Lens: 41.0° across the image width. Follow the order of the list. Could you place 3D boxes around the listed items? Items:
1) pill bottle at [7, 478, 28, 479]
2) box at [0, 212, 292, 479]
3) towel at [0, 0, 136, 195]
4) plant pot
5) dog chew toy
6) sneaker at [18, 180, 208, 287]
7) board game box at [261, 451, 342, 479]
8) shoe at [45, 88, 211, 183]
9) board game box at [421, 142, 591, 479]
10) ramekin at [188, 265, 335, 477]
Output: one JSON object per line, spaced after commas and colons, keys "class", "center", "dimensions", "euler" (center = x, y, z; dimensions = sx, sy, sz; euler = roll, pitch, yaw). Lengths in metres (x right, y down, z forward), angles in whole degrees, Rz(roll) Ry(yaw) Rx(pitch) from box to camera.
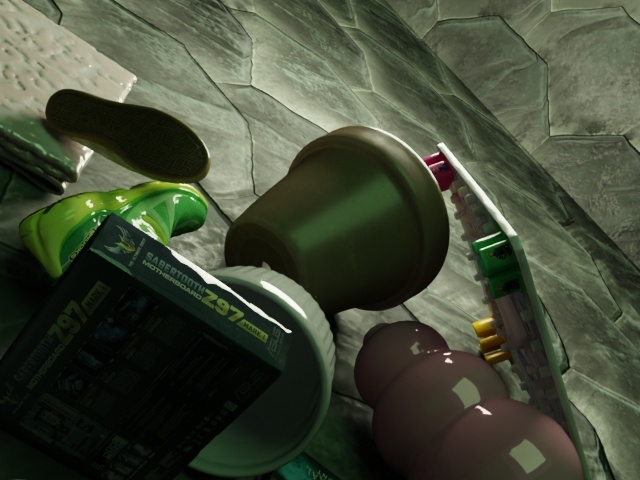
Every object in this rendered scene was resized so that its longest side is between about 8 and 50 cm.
{"class": "pill bottle", "center": [-0.264, 0.252, 0.479], "dimensions": [0.160, 0.160, 0.283], "euler": [50, 28, 13]}
{"class": "box", "center": [-0.164, 0.111, 0.732], "dimensions": [0.183, 0.232, 0.059], "euler": [34, 31, -15]}
{"class": "towel", "center": [-0.415, -0.227, 1.083], "dimensions": [0.332, 0.053, 0.317], "euler": [33, 30, -18]}
{"class": "plant pot", "center": [0.000, 0.000, 1.136], "dimensions": [0.229, 0.263, 0.263], "euler": [-27, 71, -41]}
{"class": "dog chew toy", "center": [0.158, 0.229, 1.038], "dimensions": [0.207, 0.206, 0.332], "euler": [8, 35, -48]}
{"class": "sneaker", "center": [-0.225, 0.003, 0.980], "dimensions": [0.295, 0.109, 0.123], "euler": [-23, 96, -65]}
{"class": "board game box", "center": [0.014, 0.308, 0.909], "dimensions": [0.186, 0.026, 0.126], "euler": [38, 27, -9]}
{"class": "shoe", "center": [-0.219, -0.122, 1.007], "dimensions": [0.219, 0.076, 0.058], "euler": [24, -4, 15]}
{"class": "board game box", "center": [0.248, 0.096, 1.205], "dimensions": [0.390, 0.050, 0.390], "euler": [-104, 172, -66]}
{"class": "ramekin", "center": [-0.081, 0.123, 0.867], "dimensions": [0.207, 0.207, 0.109], "euler": [44, 18, 3]}
